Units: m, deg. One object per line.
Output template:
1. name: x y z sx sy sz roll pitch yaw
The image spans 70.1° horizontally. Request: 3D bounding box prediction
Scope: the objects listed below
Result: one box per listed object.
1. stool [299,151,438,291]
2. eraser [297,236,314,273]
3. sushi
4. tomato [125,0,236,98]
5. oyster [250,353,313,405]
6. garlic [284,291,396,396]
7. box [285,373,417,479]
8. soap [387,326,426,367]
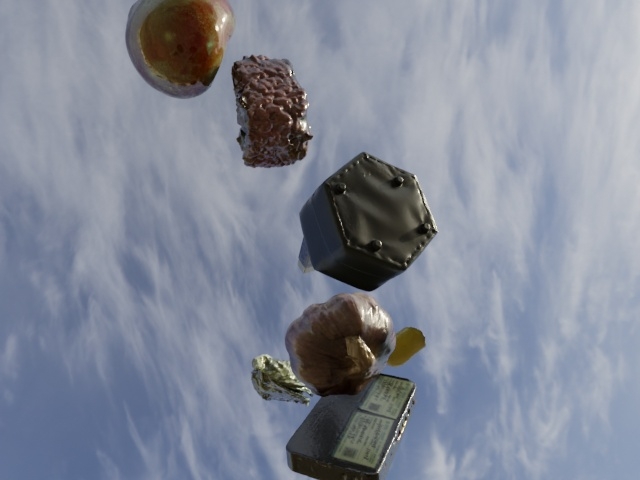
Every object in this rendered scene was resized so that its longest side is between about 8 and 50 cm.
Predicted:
1. stool: 0.084 -0.034 0.827 0.232 0.141 0.232 9 -116 -20
2. eraser: 0.000 0.000 1.231 0.092 0.046 0.212 -16 -37 -27
3. sushi: -0.126 -0.311 1.115 0.170 0.270 0.236 -9 -26 -12
4. tomato: -0.332 -0.474 1.064 0.222 0.270 0.270 19 -77 -23
5. oyster: -0.107 0.414 1.350 0.198 0.112 0.268 7 -32 1
6. garlic: 0.053 0.223 0.936 0.245 0.160 0.245 -13 -60 -23
7. box: 0.086 0.417 1.054 0.211 0.350 0.058 6 -73 25
8. soap: 0.216 0.278 1.191 0.089 0.033 0.168 39 -56 -11
